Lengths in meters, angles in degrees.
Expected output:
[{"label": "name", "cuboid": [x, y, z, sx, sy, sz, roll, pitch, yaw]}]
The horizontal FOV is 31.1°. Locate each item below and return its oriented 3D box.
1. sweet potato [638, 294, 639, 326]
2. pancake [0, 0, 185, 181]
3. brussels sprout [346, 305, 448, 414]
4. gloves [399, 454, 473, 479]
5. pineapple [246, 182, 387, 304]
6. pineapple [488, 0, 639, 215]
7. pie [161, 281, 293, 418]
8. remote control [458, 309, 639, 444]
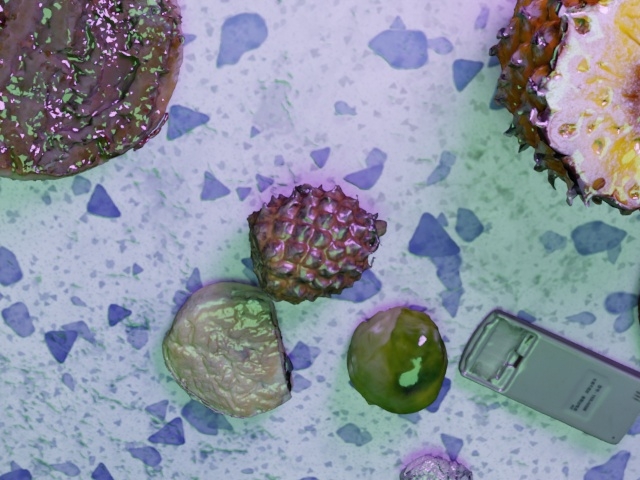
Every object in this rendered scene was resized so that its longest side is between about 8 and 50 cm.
[{"label": "sweet potato", "cuboid": [0.498, 0.095, 1.654, 0.077, 0.077, 0.243, 1, 112, -2]}, {"label": "pancake", "cuboid": [-0.346, -0.254, 1.423, 0.382, 0.071, 0.382, -3, 99, -21]}, {"label": "brussels sprout", "cuboid": [0.113, 0.181, 1.653, 0.149, 0.122, 0.151, -26, 113, 6]}, {"label": "gloves", "cuboid": [0.185, 0.398, 1.776, 0.114, 0.070, 0.153, -14, 111, 5]}, {"label": "pineapple", "cuboid": [0.000, 0.000, 1.561, 0.193, 0.166, 0.166, -13, 114, -14]}, {"label": "pineapple", "cuboid": [0.381, -0.209, 1.396, 0.353, 0.300, 0.352, 0, 114, 0]}, {"label": "pie", "cuboid": [-0.137, 0.163, 1.676, 0.185, 0.052, 0.218, -9, 115, 1]}, {"label": "remote control", "cuboid": [0.350, 0.203, 1.720, 0.285, 0.038, 0.123, 23, 109, -9]}]
